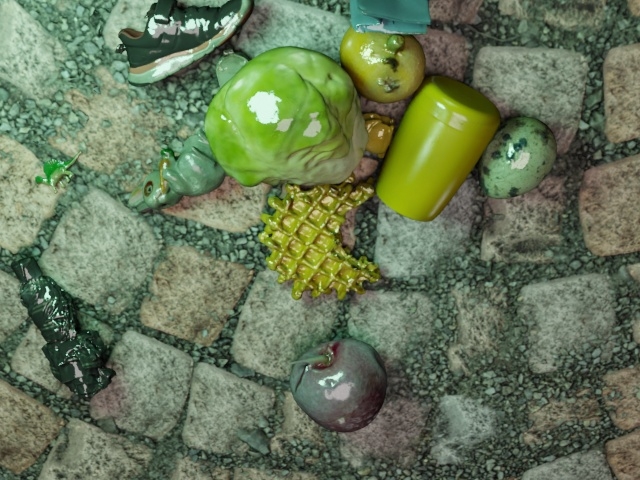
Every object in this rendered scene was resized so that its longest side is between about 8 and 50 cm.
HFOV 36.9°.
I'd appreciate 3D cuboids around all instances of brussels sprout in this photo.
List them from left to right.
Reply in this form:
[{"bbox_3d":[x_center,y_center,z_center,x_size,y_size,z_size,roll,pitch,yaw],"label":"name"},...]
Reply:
[{"bbox_3d":[-0.053,-0.222,1.777,0.317,0.242,0.273,7,128,-11],"label":"brussels sprout"}]

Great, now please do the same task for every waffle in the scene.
[{"bbox_3d":[0.000,0.000,2.030,0.260,0.069,0.293,-8,115,1],"label":"waffle"}]

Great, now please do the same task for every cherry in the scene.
[{"bbox_3d":[0.043,0.319,2.126,0.213,0.183,0.266,-15,132,15],"label":"cherry"}]

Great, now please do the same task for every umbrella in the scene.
[{"bbox_3d":[-0.564,0.183,2.087,0.128,0.154,0.336,-32,98,-27],"label":"umbrella"}]

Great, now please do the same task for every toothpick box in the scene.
[{"bbox_3d":[0.221,-0.172,1.893,0.175,0.175,0.271,21,117,-11],"label":"toothpick box"}]

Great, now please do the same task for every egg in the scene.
[{"bbox_3d":[0.388,-0.163,1.917,0.141,0.141,0.181,32,108,-16],"label":"egg"}]

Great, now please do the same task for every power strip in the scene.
[{"bbox_3d":[-0.146,-0.248,1.913,0.080,0.048,0.286,-16,116,2],"label":"power strip"}]

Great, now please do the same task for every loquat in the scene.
[{"bbox_3d":[0.118,-0.342,1.797,0.149,0.204,0.172,-36,94,-10],"label":"loquat"}]

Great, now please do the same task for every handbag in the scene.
[{"bbox_3d":[0.123,-0.471,1.728,0.144,0.221,0.057,1,152,-9],"label":"handbag"}]

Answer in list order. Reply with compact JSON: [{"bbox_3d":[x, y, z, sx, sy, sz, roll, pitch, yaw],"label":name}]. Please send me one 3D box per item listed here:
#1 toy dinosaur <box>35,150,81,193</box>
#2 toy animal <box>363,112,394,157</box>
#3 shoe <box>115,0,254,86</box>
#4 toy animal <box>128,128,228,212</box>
[{"bbox_3d":[-0.537,-0.145,1.969,0.060,0.029,0.119,42,108,-7],"label":"toy dinosaur"},{"bbox_3d":[0.065,-0.225,1.923,0.159,0.070,0.083,18,117,-4],"label":"toy animal"},{"bbox_3d":[-0.260,-0.404,1.805,0.291,0.114,0.137,-24,109,14],"label":"shoe"},{"bbox_3d":[-0.296,-0.111,1.944,0.138,0.108,0.236,40,110,-19],"label":"toy animal"}]
